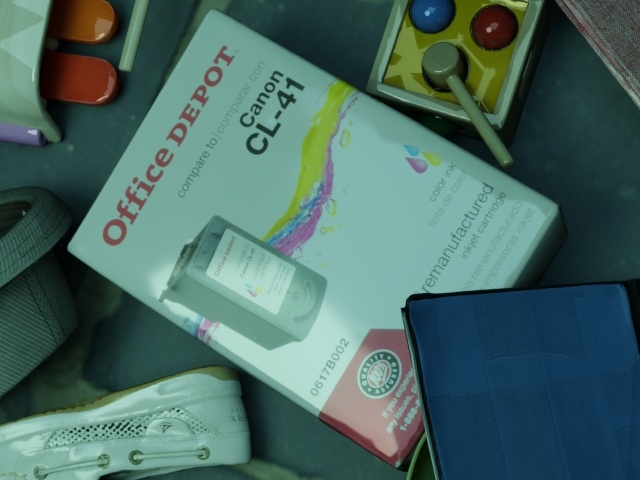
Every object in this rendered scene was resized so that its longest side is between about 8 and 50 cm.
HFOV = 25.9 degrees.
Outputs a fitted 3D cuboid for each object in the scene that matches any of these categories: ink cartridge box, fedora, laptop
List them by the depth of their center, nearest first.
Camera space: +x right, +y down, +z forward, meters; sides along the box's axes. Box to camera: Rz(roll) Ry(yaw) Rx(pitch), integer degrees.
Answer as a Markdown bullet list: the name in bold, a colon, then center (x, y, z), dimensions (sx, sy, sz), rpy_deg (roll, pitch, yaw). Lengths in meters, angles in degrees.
- **laptop**: center (0.304, 0.187, 0.906), dimensions (0.408, 0.236, 0.382), rpy_deg (-13, 80, 11)
- **ink cartridge box**: center (0.000, 0.000, 1.055), dimensions (0.306, 0.131, 0.226), rpy_deg (31, 90, 13)
- **fedora**: center (-0.297, 0.064, 1.095), dimensions (0.275, 0.243, 0.124), rpy_deg (-15, 112, 27)

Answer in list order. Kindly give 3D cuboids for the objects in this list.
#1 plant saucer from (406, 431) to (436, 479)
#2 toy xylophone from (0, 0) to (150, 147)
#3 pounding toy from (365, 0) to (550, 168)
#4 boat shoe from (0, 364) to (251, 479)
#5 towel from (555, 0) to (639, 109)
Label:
- **plant saucer**: center (0.153, 0.214, 0.980), dimensions (0.241, 0.037, 0.241), rpy_deg (11, 66, -25)
- **toy xylophone**: center (-0.227, -0.234, 1.163), dimensions (0.236, 0.081, 0.322), rpy_deg (17, 86, 14)
- **pounding toy**: center (0.109, -0.129, 1.063), dimensions (0.130, 0.100, 0.141), rpy_deg (17, 86, 15)
- **boat shoe**: center (-0.187, 0.179, 1.088), dimensions (0.277, 0.098, 0.096), rpy_deg (-18, 78, 8)
- **towel**: center (0.348, -0.206, 1.026), dimensions (0.329, 0.037, 0.237), rpy_deg (-31, 75, -7)
